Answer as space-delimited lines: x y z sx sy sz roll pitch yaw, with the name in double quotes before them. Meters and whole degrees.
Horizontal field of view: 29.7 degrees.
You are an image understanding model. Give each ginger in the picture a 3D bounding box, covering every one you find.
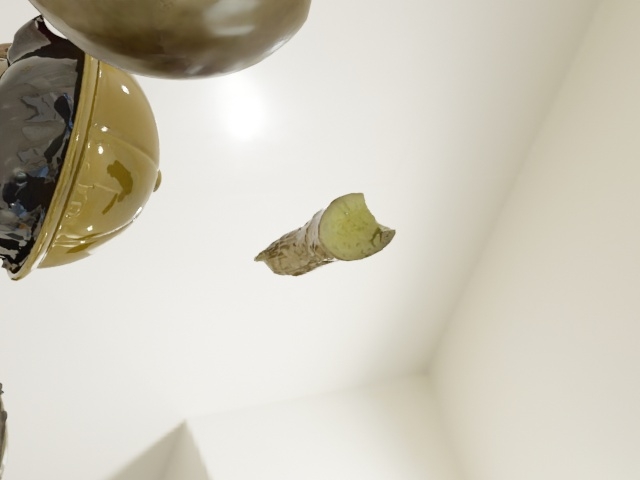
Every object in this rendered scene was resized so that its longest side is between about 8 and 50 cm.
"ginger" 0.005 -0.003 0.843 0.137 0.044 0.057 -21 -139 60

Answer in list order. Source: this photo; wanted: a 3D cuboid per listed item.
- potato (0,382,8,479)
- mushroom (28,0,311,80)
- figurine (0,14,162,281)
"potato" -0.342 0.160 1.108 0.100 0.120 0.261 111 -36 -75
"mushroom" -0.077 -0.172 0.426 0.350 0.128 0.128 -113 -144 -51
"figurine" -0.242 -0.076 0.878 0.256 0.167 0.192 14 -81 8
